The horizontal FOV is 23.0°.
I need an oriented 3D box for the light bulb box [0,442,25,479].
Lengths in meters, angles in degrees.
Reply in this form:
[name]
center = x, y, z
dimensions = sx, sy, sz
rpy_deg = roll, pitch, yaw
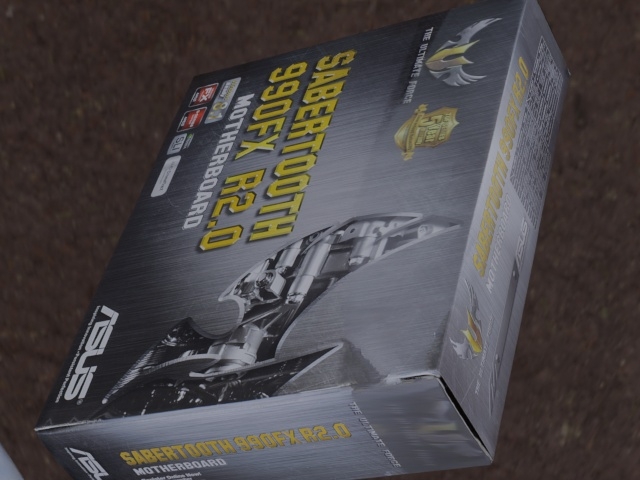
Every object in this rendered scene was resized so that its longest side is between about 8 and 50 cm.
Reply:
[light bulb box]
center = -0.318, 0.219, 0.756
dimensions = 0.225, 0.361, 0.358
rpy_deg = 0, 37, 43

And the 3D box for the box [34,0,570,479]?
[box]
center = 0.000, 0.000, 0.675
dimensions = 0.183, 0.056, 0.231
rpy_deg = -11, 40, 29
